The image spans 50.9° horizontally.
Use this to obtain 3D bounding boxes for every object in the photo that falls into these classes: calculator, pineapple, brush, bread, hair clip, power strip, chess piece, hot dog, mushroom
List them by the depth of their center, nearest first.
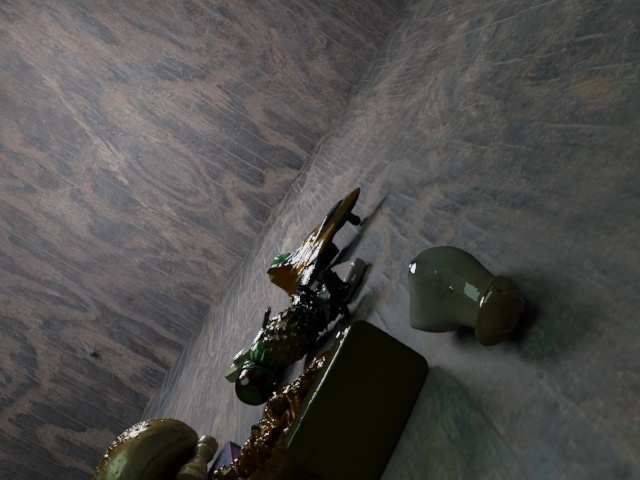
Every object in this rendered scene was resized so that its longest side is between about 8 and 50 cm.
[{"bbox_3d":[0.176,0.064,0.825,0.225,0.093,0.116,-2,78,66],"label":"mushroom"},{"bbox_3d":[0.045,0.212,0.864,0.197,0.123,0.059,-61,8,-17],"label":"brush"},{"bbox_3d":[-0.045,0.288,1.031,0.349,0.117,0.158,-50,4,35],"label":"hot dog"},{"bbox_3d":[-0.189,0.491,1.326,0.109,0.037,0.279,-58,11,-2],"label":"power strip"},{"bbox_3d":[-0.020,0.153,1.350,0.237,0.119,0.111,-51,-13,34],"label":"pineapple"},{"bbox_3d":[-0.257,0.472,1.420,0.066,0.066,0.122,-52,7,26],"label":"chess piece"},{"bbox_3d":[0.043,0.089,1.432,0.100,0.032,0.175,-62,12,-17],"label":"calculator"},{"bbox_3d":[-0.384,0.530,1.460,0.305,0.158,0.306,-44,-38,-49],"label":"bread"},{"bbox_3d":[-0.176,0.278,1.767,0.218,0.071,0.159,-54,8,-8],"label":"hair clip"}]

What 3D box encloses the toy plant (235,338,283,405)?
[{"bbox_3d":[-0.129,0.284,1.502,0.093,0.092,0.162,-47,12,42],"label":"toy plant"}]

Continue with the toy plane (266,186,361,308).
[{"bbox_3d":[0.009,0.007,1.638,0.316,0.103,0.204,-46,27,5],"label":"toy plane"}]

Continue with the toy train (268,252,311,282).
[{"bbox_3d":[-0.068,0.069,1.783,0.081,0.149,0.099,68,-147,-46],"label":"toy train"}]
